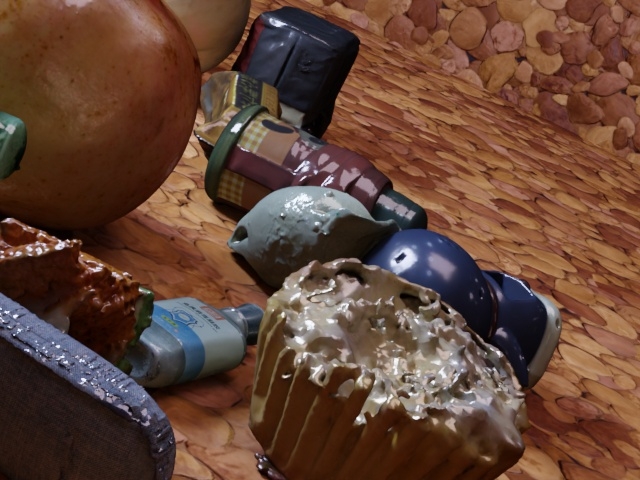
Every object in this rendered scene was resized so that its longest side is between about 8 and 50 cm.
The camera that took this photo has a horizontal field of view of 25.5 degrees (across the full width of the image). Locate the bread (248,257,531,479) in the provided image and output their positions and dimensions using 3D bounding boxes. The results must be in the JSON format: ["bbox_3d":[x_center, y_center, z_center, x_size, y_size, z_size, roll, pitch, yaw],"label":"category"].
[{"bbox_3d":[0.056,0.133,1.239,0.274,0.149,0.274,27,20,-11],"label":"bread"}]

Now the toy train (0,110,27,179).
[{"bbox_3d":[-0.418,-0.117,1.172,0.368,0.150,0.237,24,-26,-1],"label":"toy train"}]

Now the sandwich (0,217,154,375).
[{"bbox_3d":[-0.232,0.045,1.102,0.184,0.109,0.160,22,-9,26],"label":"sandwich"}]

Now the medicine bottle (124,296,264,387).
[{"bbox_3d":[-0.117,0.087,1.287,0.090,0.054,0.208,33,18,23],"label":"medicine bottle"}]

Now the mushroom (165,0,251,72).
[{"bbox_3d":[-0.268,-0.418,2.117,0.353,0.325,0.353,33,36,-28],"label":"mushroom"}]

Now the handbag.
[{"bbox_3d":[-0.049,-0.257,2.187,0.181,0.181,0.254,25,15,1],"label":"handbag"}]

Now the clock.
[{"bbox_3d":[0.138,0.075,1.542,0.243,0.147,0.199,20,19,-42],"label":"clock"}]

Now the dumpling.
[{"bbox_3d":[-0.008,0.010,1.564,0.219,0.108,0.152,-8,-38,47],"label":"dumpling"}]

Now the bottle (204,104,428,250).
[{"bbox_3d":[0.002,-0.053,1.730,0.271,0.143,0.156,27,42,14],"label":"bottle"}]

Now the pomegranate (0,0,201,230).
[{"bbox_3d":[-0.266,-0.182,1.413,0.338,0.338,0.338,23,17,-7],"label":"pomegranate"}]

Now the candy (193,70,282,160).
[{"bbox_3d":[-0.111,-0.151,1.941,0.143,0.101,0.271,26,22,-16],"label":"candy"}]

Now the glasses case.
[{"bbox_3d":[-0.222,0.102,1.002,0.282,0.109,0.067,31,27,19],"label":"glasses case"}]
